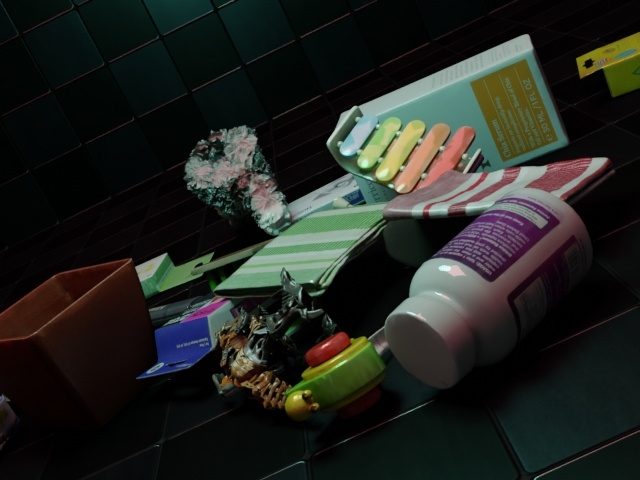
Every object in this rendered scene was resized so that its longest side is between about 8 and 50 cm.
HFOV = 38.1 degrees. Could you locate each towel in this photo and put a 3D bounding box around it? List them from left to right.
[{"bbox_3d":[-0.011,0.017,1.717,0.247,0.038,0.325,-5,25,37],"label":"towel"},{"bbox_3d":[0.297,-0.086,1.556,0.328,0.037,0.237,-3,16,38],"label":"towel"}]

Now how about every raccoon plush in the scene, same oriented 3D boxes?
[{"bbox_3d":[-0.177,-0.075,2.339,0.216,0.299,0.446,-28,49,3],"label":"raccoon plush"}]

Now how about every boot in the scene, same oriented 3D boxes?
[{"bbox_3d":[0.261,-0.018,1.644,0.305,0.112,0.115,-9,7,29],"label":"boot"}]

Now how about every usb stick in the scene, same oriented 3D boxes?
[{"bbox_3d":[-0.366,0.173,2.060,0.278,0.045,0.077,-15,21,34],"label":"usb stick"}]

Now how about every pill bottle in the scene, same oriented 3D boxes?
[{"bbox_3d":[0.230,0.067,1.285,0.301,0.169,0.169,-37,20,-31],"label":"pill bottle"}]

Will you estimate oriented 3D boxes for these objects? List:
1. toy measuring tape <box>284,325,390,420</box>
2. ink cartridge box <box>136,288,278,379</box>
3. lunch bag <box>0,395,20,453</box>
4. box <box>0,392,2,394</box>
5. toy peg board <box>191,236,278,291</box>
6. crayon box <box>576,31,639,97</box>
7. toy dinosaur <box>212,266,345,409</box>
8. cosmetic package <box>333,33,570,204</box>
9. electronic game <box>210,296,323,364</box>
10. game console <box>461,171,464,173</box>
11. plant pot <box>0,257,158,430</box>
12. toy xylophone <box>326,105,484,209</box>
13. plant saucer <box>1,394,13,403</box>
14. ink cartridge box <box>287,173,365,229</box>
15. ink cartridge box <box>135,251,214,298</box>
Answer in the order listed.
[{"bbox_3d":[0.075,0.164,1.340,0.121,0.121,0.330,-7,17,48],"label":"toy measuring tape"},{"bbox_3d":[-0.183,0.133,1.754,0.175,0.069,0.371,-18,15,45],"label":"ink cartridge box"},{"bbox_3d":[-0.714,0.399,1.831,0.218,0.090,0.176,-21,19,17],"label":"lunch bag"},{"bbox_3d":[-0.896,0.328,2.158,0.296,0.183,0.294,-13,23,39],"label":"box"},{"bbox_3d":[-0.178,0.064,2.088,0.161,0.079,0.160,-19,3,23],"label":"toy peg board"},{"bbox_3d":[0.751,-0.422,2.107,0.318,0.081,0.202,-19,18,21],"label":"crayon box"},{"bbox_3d":[-0.069,0.190,1.481,0.218,0.164,0.322,-42,48,-3],"label":"toy dinosaur"},{"bbox_3d":[0.283,-0.244,2.019,0.453,0.230,0.161,-22,18,17],"label":"cosmetic package"},{"bbox_3d":[-0.099,0.159,1.706,0.229,0.048,0.229,-24,18,8],"label":"electronic game"},{"bbox_3d":[0.263,-0.074,1.827,0.122,0.107,0.071,-26,-11,1],"label":"game console"},{"bbox_3d":[-0.466,0.215,1.761,0.267,0.236,0.267,-11,22,42],"label":"plant pot"},{"bbox_3d":[0.158,-0.142,1.848,0.322,0.081,0.236,15,63,25],"label":"toy xylophone"},{"bbox_3d":[-0.602,0.304,2.038,0.198,0.036,0.199,-23,17,8],"label":"plant saucer"},{"bbox_3d":[0.008,-0.101,2.315,0.223,0.045,0.224,-27,17,1],"label":"ink cartridge box"},{"bbox_3d":[-0.399,0.082,2.365,0.235,0.056,0.171,-25,16,13],"label":"ink cartridge box"}]
